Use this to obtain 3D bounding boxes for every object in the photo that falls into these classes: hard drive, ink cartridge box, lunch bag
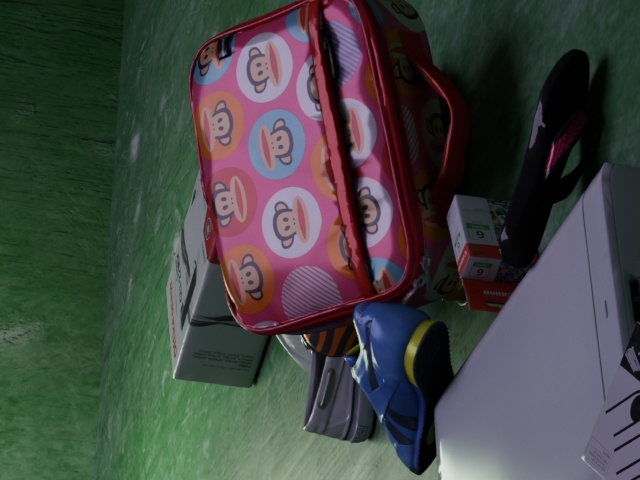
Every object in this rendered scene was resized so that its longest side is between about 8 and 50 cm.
[{"bbox_3d":[0.169,0.137,1.380,0.353,0.047,0.233,117,157,-52],"label":"hard drive"},{"bbox_3d":[0.232,0.132,1.065,0.207,0.046,0.097,44,117,63],"label":"ink cartridge box"},{"bbox_3d":[-0.120,0.031,2.427,0.197,0.114,0.273,-100,23,-50],"label":"ink cartridge box"},{"bbox_3d":[0.020,-0.070,1.637,0.258,0.120,0.293,-17,80,35],"label":"lunch bag"},{"bbox_3d":[0.145,0.012,1.512,0.115,0.062,0.029,-99,20,-48],"label":"ink cartridge box"}]

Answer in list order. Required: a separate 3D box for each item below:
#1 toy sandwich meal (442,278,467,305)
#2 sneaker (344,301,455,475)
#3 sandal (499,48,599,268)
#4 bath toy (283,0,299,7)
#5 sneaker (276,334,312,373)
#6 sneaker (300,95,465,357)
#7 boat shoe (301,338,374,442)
[{"bbox_3d":[0.126,0.018,1.648,0.085,0.029,0.086,-172,90,-76],"label":"toy sandwich meal"},{"bbox_3d":[0.068,0.124,1.598,0.069,0.082,0.209,-54,-28,-31],"label":"sneaker"},{"bbox_3d":[0.185,-0.061,1.411,0.040,0.067,0.179,9,73,33],"label":"sandal"},{"bbox_3d":[-0.032,-0.170,2.180,0.151,0.129,0.348,22,-105,-70],"label":"bath toy"},{"bbox_3d":[0.000,0.000,2.047,0.104,0.147,0.296,3,116,45],"label":"sneaker"},{"bbox_3d":[0.048,-0.017,1.783,0.180,0.124,0.321,-120,41,-69],"label":"sneaker"},{"bbox_3d":[0.018,0.100,1.929,0.083,0.075,0.226,121,153,-56],"label":"boat shoe"}]
